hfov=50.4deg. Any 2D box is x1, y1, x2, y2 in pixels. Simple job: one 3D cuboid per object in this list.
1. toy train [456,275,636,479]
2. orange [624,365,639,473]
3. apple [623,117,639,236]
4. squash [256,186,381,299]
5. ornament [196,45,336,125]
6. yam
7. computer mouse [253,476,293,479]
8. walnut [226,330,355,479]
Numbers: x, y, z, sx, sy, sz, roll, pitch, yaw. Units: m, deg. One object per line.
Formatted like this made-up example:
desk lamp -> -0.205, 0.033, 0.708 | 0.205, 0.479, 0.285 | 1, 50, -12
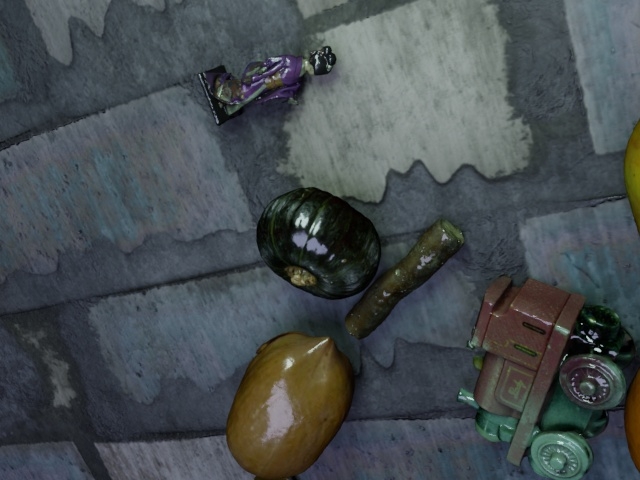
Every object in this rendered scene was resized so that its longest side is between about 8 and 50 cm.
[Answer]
toy train -> 0.327, 0.211, 1.016 | 0.221, 0.150, 0.304 | 21, 121, 23
orange -> 0.524, 0.227, 0.870 | 0.274, 0.274, 0.310 | -14, 102, 26
apple -> 0.480, -0.064, 0.728 | 0.301, 0.301, 0.302 | 8, 115, 18
squash -> -0.002, 0.005, 1.031 | 0.193, 0.156, 0.193 | 43, 162, 18
ornament -> -0.069, -0.229, 0.999 | 0.203, 0.088, 0.081 | -6, 111, 22
yam -> 0.124, 0.064, 1.070 | 0.061, 0.061, 0.253 | 41, 121, 0
computer mouse -> -0.065, 0.547, 1.367 | 0.102, 0.045, 0.199 | -17, 105, 29
walnut -> -0.045, 0.274, 1.152 | 0.203, 0.203, 0.298 | 36, 117, 3
